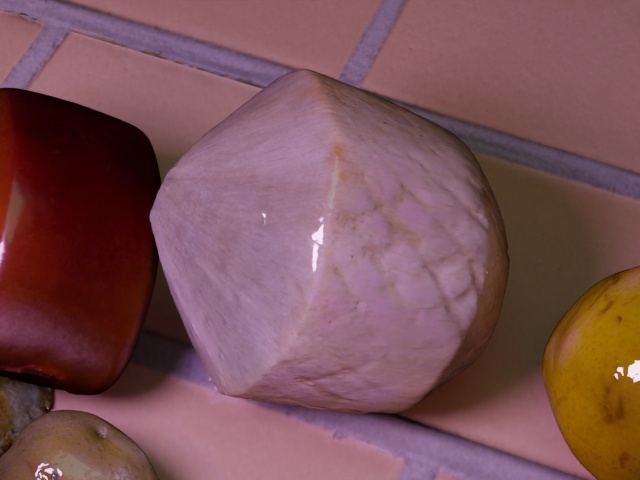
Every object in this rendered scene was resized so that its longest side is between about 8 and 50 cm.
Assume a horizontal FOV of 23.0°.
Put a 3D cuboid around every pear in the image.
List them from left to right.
[{"bbox_3d":[0.391,0.153,1.735,0.285,0.285,0.336,7,9,3],"label":"pear"}]

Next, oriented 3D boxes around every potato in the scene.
[{"bbox_3d":[-0.251,0.268,1.662,0.194,0.157,0.157,32,53,7],"label":"potato"}]

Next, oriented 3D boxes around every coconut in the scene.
[{"bbox_3d":[0.000,0.000,1.772,0.415,0.345,0.415,22,30,-13],"label":"coconut"}]

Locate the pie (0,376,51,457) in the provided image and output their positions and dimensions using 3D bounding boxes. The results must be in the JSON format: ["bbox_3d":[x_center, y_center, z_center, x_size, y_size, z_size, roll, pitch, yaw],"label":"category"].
[{"bbox_3d":[-0.431,0.162,1.772,0.257,0.105,0.274,7,46,-15],"label":"pie"}]

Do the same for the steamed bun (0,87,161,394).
[{"bbox_3d":[-0.306,-0.021,1.787,0.235,0.248,0.379,17,35,-24],"label":"steamed bun"}]
